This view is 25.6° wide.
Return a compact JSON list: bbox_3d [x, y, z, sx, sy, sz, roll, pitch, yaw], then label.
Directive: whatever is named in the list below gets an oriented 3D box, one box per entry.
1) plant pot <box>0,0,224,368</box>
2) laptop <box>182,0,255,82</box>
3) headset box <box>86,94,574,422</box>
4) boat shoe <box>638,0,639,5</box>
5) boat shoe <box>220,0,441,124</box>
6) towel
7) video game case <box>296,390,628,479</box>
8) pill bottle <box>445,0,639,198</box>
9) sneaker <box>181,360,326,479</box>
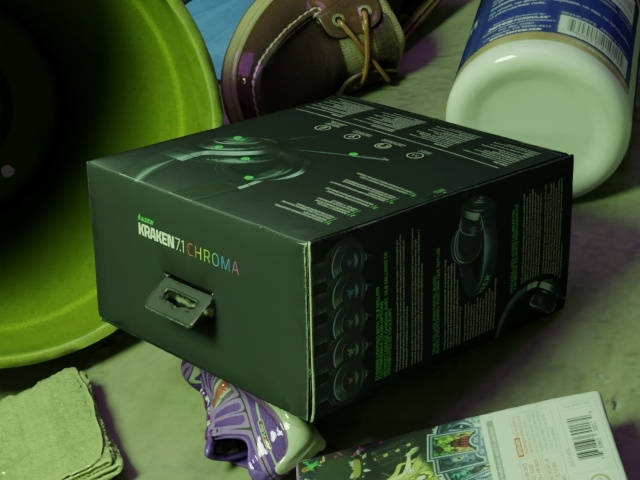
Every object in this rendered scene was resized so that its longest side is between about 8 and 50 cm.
[{"bbox_3d":[-0.315,-0.107,1.252,0.366,0.366,0.353,-28,19,-16],"label":"plant pot"},{"bbox_3d":[-0.134,-0.396,1.694,0.382,0.408,0.236,-40,5,-32],"label":"laptop"},{"bbox_3d":[0.000,0.000,1.031,0.283,0.131,0.246,-19,27,-40],"label":"headset box"},{"bbox_3d":[0.425,-0.311,1.407,0.285,0.102,0.092,-16,36,14],"label":"boat shoe"},{"bbox_3d":[0.030,-0.214,1.439,0.123,0.123,0.342,7,33,36],"label":"boat shoe"},{"bbox_3d":[-0.213,0.158,1.072,0.110,0.027,0.148,-25,34,-10],"label":"towel"},{"bbox_3d":[0.093,0.198,0.847,0.210,0.041,0.232,-15,32,5],"label":"video game case"},{"bbox_3d":[0.205,-0.163,1.239,0.153,0.153,0.264,-4,34,20],"label":"pill bottle"},{"bbox_3d":[-0.066,0.123,1.022,0.071,0.068,0.170,-43,32,-9],"label":"sneaker"}]
